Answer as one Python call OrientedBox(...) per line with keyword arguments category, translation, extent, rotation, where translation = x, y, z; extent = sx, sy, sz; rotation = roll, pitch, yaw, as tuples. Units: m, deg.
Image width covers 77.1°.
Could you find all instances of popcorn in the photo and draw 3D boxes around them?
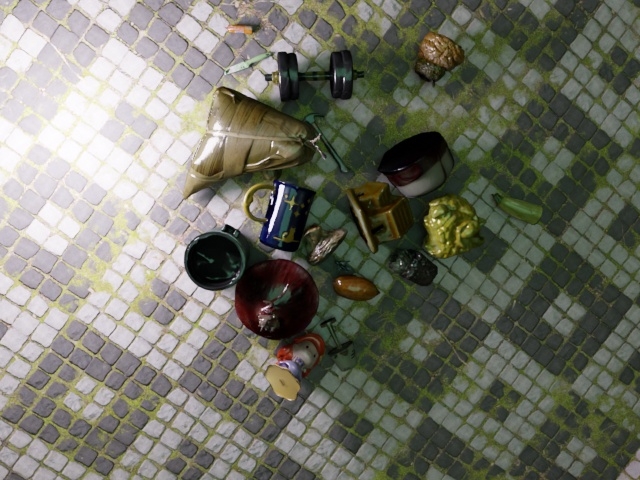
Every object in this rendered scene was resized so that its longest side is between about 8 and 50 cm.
OrientedBox(category="popcorn", translation=(0.541, -0.064, 1.647), extent=(0.241, 0.234, 0.250), rotation=(-27, 118, -27))

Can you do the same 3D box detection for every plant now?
OrientedBox(category="plant", translation=(0.389, 0.106, 1.691), extent=(0.194, 0.132, 0.129), rotation=(28, 89, -12))

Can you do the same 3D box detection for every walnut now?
OrientedBox(category="walnut", translation=(0.151, 0.199, 1.682), extent=(0.207, 0.116, 0.116), rotation=(10, 94, -2))
OrientedBox(category="walnut", translation=(-0.196, -0.282, 1.621), extent=(0.092, 0.092, 0.092), rotation=(-1, 95, -6))

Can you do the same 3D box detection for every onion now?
OrientedBox(category="onion", translation=(-0.180, 0.247, 1.566), extent=(0.347, 0.285, 0.348), rotation=(2, 111, 5))

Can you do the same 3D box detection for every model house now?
OrientedBox(category="model house", translation=(0.253, -0.118, 1.635), extent=(0.238, 0.173, 0.268), rotation=(-21, 99, -3))

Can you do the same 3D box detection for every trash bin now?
OrientedBox(category="trash bin", translation=(-0.386, 0.063, 1.538), extent=(0.217, 0.262, 0.277), rotation=(32, 92, -8))

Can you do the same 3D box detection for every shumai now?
OrientedBox(category="shumai", translation=(0.000, 0.000, 1.624), extent=(0.153, 0.161, 0.209), rotation=(42, 117, -9))

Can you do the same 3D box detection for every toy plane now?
OrientedBox(category="toy plane", translation=(0.090, 0.109, 1.709), extent=(0.083, 0.031, 0.079), rotation=(37, 90, -8))

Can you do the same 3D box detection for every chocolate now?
OrientedBox(category="chocolate", translation=(0.391, -0.285, 1.608), extent=(0.283, 0.283, 0.186), rotation=(-34, 115, -2))

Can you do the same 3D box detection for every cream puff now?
OrientedBox(category="cream puff", translation=(0.463, -0.714, 1.619), extent=(0.183, 0.183, 0.169), rotation=(29, 104, -8))

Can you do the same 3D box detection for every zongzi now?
OrientedBox(category="zongzi", translation=(-0.242, -0.272, 1.531), extent=(0.499, 0.218, 0.467), rotation=(27, 104, 11))

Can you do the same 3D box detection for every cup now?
OrientedBox(category="cup", translation=(-0.175, -0.106, 1.592), extent=(0.254, 0.178, 0.257), rotation=(17, 95, -4))

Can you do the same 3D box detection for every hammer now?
OrientedBox(category="hammer", translation=(0.027, -0.398, 1.658), extent=(0.111, 0.033, 0.288), rotation=(-35, 98, -1))

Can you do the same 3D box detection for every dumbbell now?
OrientedBox(category="dumbbell", translation=(-0.022, -0.636, 1.556), extent=(0.387, 0.185, 0.185), rotation=(-5, 95, -5))

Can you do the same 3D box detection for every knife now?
OrientedBox(category="knife", translation=(-0.289, -0.708, 1.607), extent=(0.207, 0.014, 0.030), rotation=(-23, 97, -2))

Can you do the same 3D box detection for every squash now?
OrientedBox(category="squash", translation=(0.845, -0.152, 1.747), extent=(0.224, 0.094, 0.095), rotation=(23, 92, -1))

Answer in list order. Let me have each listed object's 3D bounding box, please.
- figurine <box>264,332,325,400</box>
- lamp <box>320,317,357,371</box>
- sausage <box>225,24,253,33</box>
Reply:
OrientedBox(category="figurine", translation=(-0.104, 0.496, 1.637), extent=(0.180, 0.257, 0.208), rotation=(25, 121, 17))
OrientedBox(category="lamp", translation=(0.076, 0.437, 1.694), extent=(0.121, 0.121, 0.215), rotation=(-24, 87, -4))
OrientedBox(category="sausage", translation=(-0.321, -0.833, 1.583), extent=(0.107, 0.031, 0.031), rotation=(1, 95, -7))
